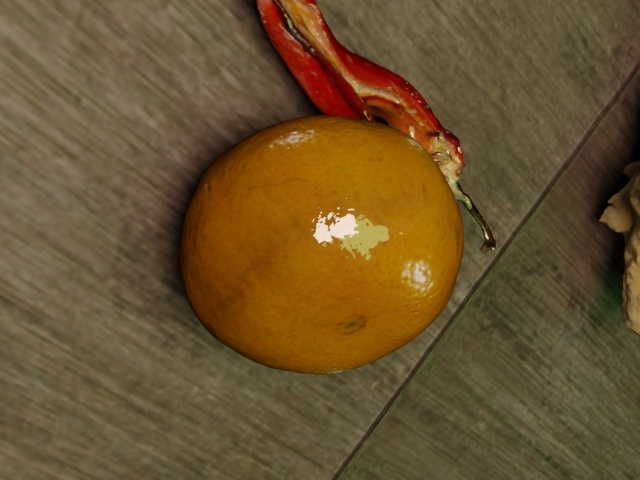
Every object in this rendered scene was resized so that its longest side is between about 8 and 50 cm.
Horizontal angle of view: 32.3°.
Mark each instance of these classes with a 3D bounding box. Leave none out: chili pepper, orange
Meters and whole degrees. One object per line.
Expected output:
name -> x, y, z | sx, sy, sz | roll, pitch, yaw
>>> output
chili pepper -> 0.034, -0.070, 0.657 | 0.268, 0.050, 0.059 | 39, 64, -40
orange -> 0.000, 0.000, 0.605 | 0.156, 0.124, 0.156 | -12, 141, -10

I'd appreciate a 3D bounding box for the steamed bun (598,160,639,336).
steamed bun -> 0.321, -0.051, 0.828 | 0.295, 0.137, 0.292 | -41, 138, 2
